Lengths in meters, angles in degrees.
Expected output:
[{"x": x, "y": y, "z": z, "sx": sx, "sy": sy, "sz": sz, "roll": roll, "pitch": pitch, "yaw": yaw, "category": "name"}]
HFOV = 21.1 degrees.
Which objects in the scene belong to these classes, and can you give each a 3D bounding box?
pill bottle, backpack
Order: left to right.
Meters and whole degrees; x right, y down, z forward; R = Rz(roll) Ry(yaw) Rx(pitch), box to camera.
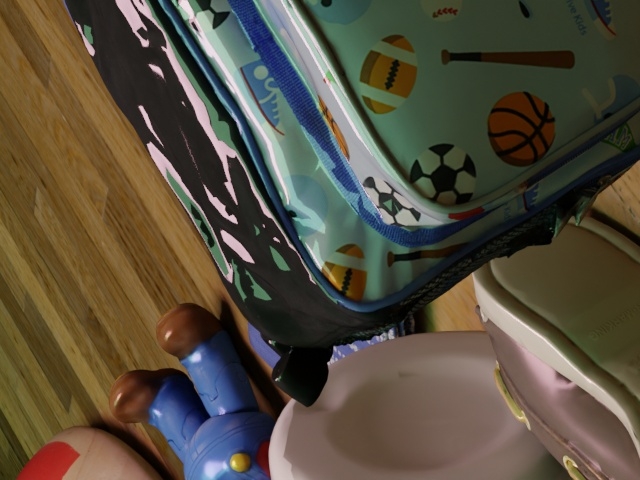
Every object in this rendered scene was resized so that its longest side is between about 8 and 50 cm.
[{"x": 0.048, "y": -0.110, "z": 0.774, "sx": 0.276, "sy": 0.263, "sz": 0.213, "roll": 62, "pitch": 151, "yaw": -4, "category": "backpack"}, {"x": 0.098, "y": 0.256, "z": 1.091, "sx": 0.204, "sy": 0.204, "sz": 0.361, "roll": 29, "pitch": 138, "yaw": 53, "category": "pill bottle"}]

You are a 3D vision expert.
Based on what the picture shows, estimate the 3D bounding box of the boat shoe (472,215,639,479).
[{"x": 0.189, "y": 0.107, "z": 0.880, "sx": 0.324, "sy": 0.116, "sz": 0.097, "roll": 46, "pitch": 155, "yaw": 44, "category": "boat shoe"}]

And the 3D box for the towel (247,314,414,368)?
[{"x": 0.000, "y": 0.000, "z": 1.265, "sx": 0.243, "sy": 0.040, "sz": 0.336, "roll": 40, "pitch": 144, "yaw": 46, "category": "towel"}]

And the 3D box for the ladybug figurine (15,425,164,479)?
[{"x": -0.268, "y": 0.376, "z": 2.006, "sx": 0.305, "sy": 0.162, "sz": 0.449, "roll": 63, "pitch": 156, "yaw": 3, "category": "ladybug figurine"}]

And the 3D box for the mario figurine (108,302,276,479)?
[{"x": -0.073, "y": 0.197, "z": 1.434, "sx": 0.320, "sy": 0.170, "sz": 0.198, "roll": 49, "pitch": 150, "yaw": 34, "category": "mario figurine"}]
